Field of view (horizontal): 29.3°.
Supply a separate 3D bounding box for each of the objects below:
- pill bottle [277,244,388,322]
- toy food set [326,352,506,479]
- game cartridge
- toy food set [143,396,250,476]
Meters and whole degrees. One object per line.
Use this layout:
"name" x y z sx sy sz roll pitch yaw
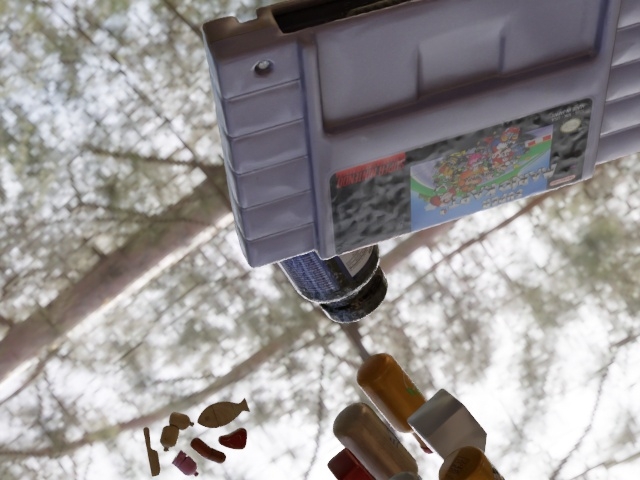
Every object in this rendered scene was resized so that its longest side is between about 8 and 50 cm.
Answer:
"pill bottle" 0.000 0.000 1.529 0.122 0.123 0.219 -87 -27 -46
"toy food set" 0.084 0.188 0.986 0.104 0.111 0.232 51 173 -23
"game cartridge" 0.099 -0.106 0.922 0.230 0.355 0.068 83 166 -45
"toy food set" -0.136 0.226 1.382 0.122 0.019 0.078 -10 -94 -12
